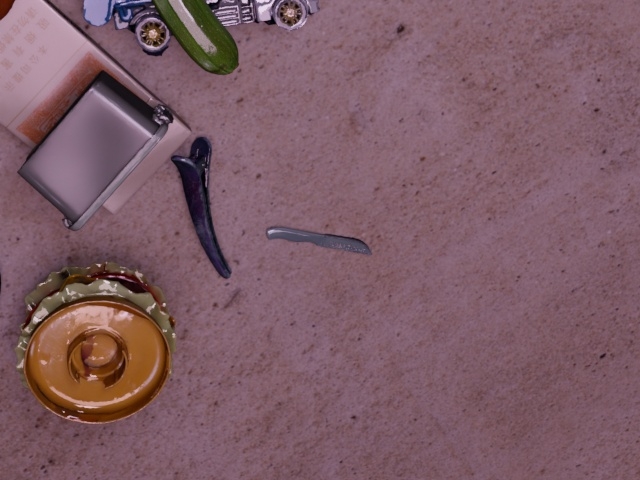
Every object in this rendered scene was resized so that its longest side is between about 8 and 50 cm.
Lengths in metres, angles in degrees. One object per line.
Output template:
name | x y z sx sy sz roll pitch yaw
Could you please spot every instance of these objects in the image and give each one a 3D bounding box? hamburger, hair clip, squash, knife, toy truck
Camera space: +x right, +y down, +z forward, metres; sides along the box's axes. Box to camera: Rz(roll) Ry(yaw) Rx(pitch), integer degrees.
hamburger | -0.388 0.168 1.795 0.274 0.212 0.274 -4 111 -11
hair clip | -0.206 -0.042 1.830 0.048 0.083 0.275 8 124 27
squash | -0.196 -0.338 1.535 0.077 0.068 0.219 -37 111 -16
knife | 0.000 -0.001 1.921 0.210 0.015 0.028 9 104 -17
toy truck | -0.191 -0.399 1.629 0.367 0.146 0.175 -9 111 -9

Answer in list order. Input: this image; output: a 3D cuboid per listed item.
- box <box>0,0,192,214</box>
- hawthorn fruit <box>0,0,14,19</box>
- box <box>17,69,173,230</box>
box | -0.412 -0.229 1.703 0.204 0.051 0.365 -45 115 7
hawthorn fruit | -0.577 -0.362 1.547 0.207 0.207 0.243 21 145 -21
box | -0.361 -0.149 1.640 0.135 0.163 0.243 41 101 -16
